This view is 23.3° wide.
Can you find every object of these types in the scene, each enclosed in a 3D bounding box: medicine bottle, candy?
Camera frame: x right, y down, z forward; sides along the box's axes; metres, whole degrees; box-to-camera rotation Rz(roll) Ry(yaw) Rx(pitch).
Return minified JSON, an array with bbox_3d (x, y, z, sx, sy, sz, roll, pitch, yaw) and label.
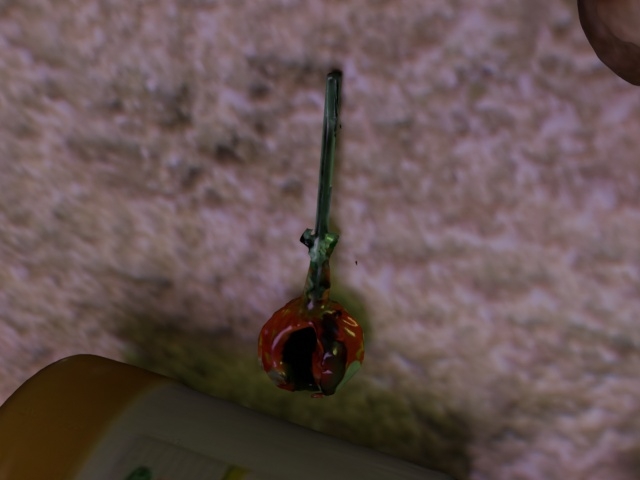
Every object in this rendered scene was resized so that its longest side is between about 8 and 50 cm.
[{"bbox_3d":[-0.064,0.203,0.820,0.232,0.238,0.238,16,132,17],"label":"medicine bottle"},{"bbox_3d":[0.000,0.000,0.766,0.055,0.049,0.185,-1,122,-8],"label":"candy"}]

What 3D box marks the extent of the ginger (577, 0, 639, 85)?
[{"bbox_3d":[0.237,-0.054,0.500,0.304,0.155,0.245,-2,121,30],"label":"ginger"}]
